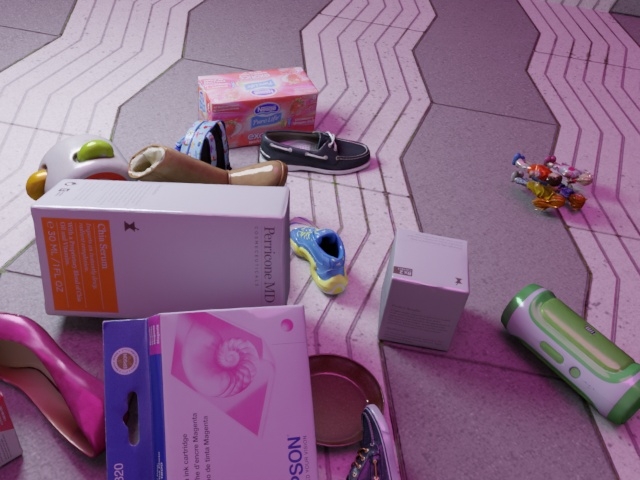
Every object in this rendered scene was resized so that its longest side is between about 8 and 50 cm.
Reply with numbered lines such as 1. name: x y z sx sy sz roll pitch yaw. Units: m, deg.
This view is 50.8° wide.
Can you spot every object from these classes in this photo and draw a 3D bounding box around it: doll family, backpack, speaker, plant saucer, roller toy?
1. doll family: 0.610 -0.140 1.773 0.263 0.118 0.163 -6 35 -42
2. backpack: -0.292 -0.211 1.632 0.117 0.173 0.158 19 44 11
3. speaker: 0.504 0.218 1.333 0.131 0.131 0.296 -24 51 -31
4. plant saucer: 0.016 0.295 1.232 0.198 0.036 0.199 5 43 -5
5. roller toy: -0.517 -0.130 1.494 0.209 0.191 0.146 -42 56 1

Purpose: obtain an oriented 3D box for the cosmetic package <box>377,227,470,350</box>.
1. cosmetic package: 0.206 0.100 1.367 0.151 0.184 0.151 11 42 1

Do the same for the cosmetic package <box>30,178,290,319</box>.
1. cosmetic package: -0.287 0.020 1.288 0.453 0.230 0.161 2 24 1

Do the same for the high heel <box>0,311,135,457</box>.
1. high heel: -0.501 0.235 1.136 0.377 0.127 0.181 14 32 1

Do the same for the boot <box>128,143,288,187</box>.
1. boot: -0.240 -0.146 1.475 0.269 0.236 0.089 20 57 -47

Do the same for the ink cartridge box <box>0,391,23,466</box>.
1. ink cartridge box: -0.595 0.311 1.011 0.237 0.172 0.100 -29 54 -34

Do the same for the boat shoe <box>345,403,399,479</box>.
1. boat shoe: 0.078 0.366 1.118 0.083 0.065 0.183 -7 63 -14

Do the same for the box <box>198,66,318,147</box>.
1. box: -0.171 -0.362 1.832 0.300 0.154 0.142 -10 45 -21

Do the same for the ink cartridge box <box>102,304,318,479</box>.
1. ink cartridge box: -0.175 0.274 1.077 0.330 0.071 0.324 -3 79 -14

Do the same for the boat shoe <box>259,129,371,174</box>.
1. boat shoe: -0.008 -0.239 1.770 0.302 0.091 0.114 -4 44 -14

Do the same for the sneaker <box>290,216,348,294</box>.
1. sneaker: 0.000 0.000 1.484 0.091 0.126 0.240 -15 48 -24
